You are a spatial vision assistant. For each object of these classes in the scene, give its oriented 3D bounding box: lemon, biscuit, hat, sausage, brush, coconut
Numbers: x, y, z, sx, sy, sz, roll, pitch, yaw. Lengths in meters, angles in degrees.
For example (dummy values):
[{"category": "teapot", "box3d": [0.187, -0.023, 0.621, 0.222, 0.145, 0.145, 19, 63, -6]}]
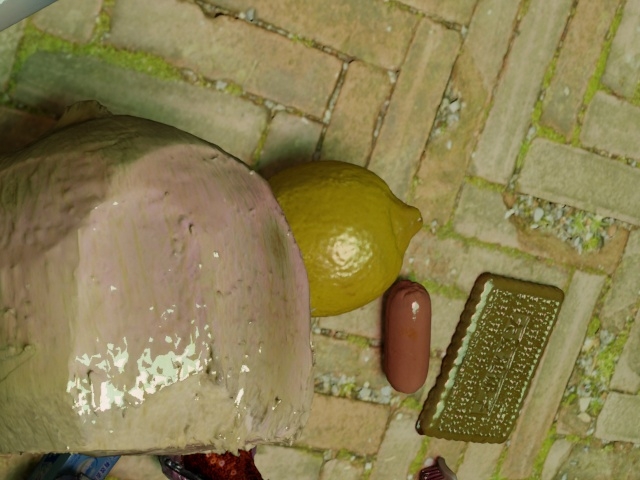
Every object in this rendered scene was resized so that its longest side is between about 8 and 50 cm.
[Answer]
[{"category": "lemon", "box3d": [0.000, 0.000, 1.738, 0.244, 0.187, 0.187, -9, 121, 3]}, {"category": "biscuit", "box3d": [0.243, 0.173, 2.092, 0.172, 0.029, 0.254, 11, 105, -39]}, {"category": "hat", "box3d": [-0.100, 0.276, 1.773, 0.129, 0.227, 0.140, -37, 123, -16]}, {"category": "sausage", "box3d": [0.115, 0.126, 1.955, 0.062, 0.062, 0.154, -15, 120, -29]}, {"category": "brush", "box3d": [0.184, 0.460, 2.171, 0.050, 0.060, 0.321, -17, 121, -14]}, {"category": "coconut", "box3d": [-0.209, 0.040, 1.497, 0.404, 0.404, 0.404, -16, 120, -29]}]

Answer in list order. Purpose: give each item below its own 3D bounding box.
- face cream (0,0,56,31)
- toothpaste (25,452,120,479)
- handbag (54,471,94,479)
[{"category": "face cream", "box3d": [-0.349, -0.226, 1.445, 0.250, 0.077, 0.077, -32, 126, -19]}, {"category": "toothpaste", "box3d": [-0.248, 0.210, 1.747, 0.066, 0.053, 0.272, 38, 88, -36]}, {"category": "handbag", "box3d": [-0.272, 0.467, 1.713, 0.329, 0.122, 0.303, -60, 151, -16]}]
